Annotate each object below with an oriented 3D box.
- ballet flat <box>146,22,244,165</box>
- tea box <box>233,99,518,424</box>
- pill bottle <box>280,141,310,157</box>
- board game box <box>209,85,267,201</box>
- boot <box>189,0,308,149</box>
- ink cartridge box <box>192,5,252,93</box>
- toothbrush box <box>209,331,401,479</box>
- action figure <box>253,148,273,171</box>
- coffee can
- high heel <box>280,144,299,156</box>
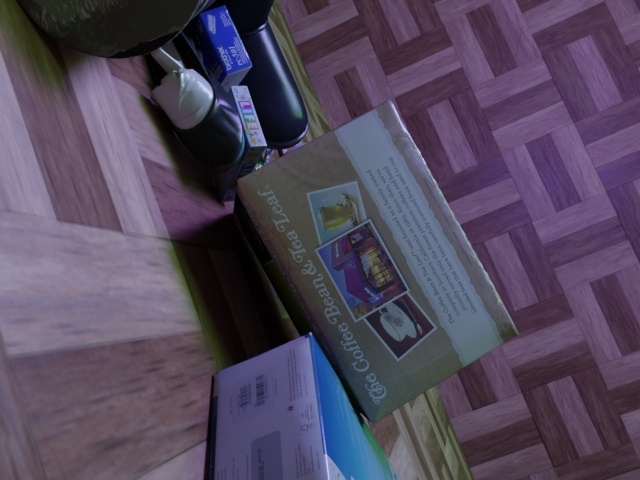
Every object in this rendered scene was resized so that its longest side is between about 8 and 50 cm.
[{"bbox_3d":[-0.198,-0.221,0.931,0.096,0.095,0.280,28,29,-59],"label":"ballet flat"},{"bbox_3d":[0.048,0.034,0.930,0.329,0.220,0.323,61,-9,-1],"label":"tea box"},{"bbox_3d":[-0.005,-0.103,1.358,0.318,0.176,0.176,7,60,-83],"label":"pill bottle"},{"bbox_3d":[-0.129,-0.139,0.989,0.154,0.026,0.103,-49,-125,54],"label":"board game box"},{"bbox_3d":[-0.089,-0.377,1.049,0.367,0.146,0.445,55,-26,2],"label":"boot"},{"bbox_3d":[-0.169,-0.281,1.053,0.097,0.046,0.207,66,-19,-4],"label":"ink cartridge box"},{"bbox_3d":[0.005,0.286,0.718,0.216,0.126,0.295,-101,164,-56],"label":"toothbrush box"},{"bbox_3d":[-0.130,-0.179,1.269,0.137,0.063,0.232,57,17,-57],"label":"action figure"},{"bbox_3d":[-0.211,-0.335,0.762,0.275,0.201,0.201,-91,156,-64],"label":"coffee can"},{"bbox_3d":[-0.038,-0.135,1.693,0.244,0.082,0.117,51,-30,1],"label":"high heel"}]
